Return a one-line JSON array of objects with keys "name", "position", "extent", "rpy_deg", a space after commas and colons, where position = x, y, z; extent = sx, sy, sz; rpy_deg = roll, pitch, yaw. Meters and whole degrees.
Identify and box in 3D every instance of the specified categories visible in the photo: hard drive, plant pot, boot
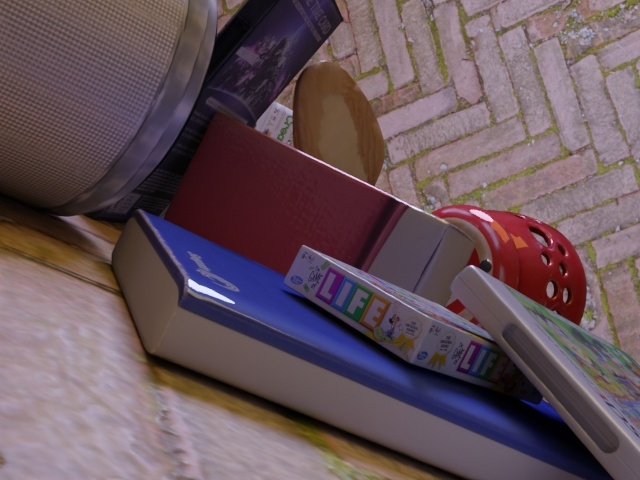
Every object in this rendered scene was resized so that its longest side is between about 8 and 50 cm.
[{"name": "hard drive", "position": [0.037, 0.079, 0.560], "extent": [0.318, 0.040, 0.210], "rpy_deg": [26, 3, -21]}, {"name": "plant pot", "position": [0.191, 0.054, 1.113], "extent": [0.174, 0.191, 0.191], "rpy_deg": [13, 12, -44]}, {"name": "boot", "position": [-0.013, -0.062, 1.051], "extent": [0.211, 0.104, 0.295], "rpy_deg": [22, -45, 56]}]

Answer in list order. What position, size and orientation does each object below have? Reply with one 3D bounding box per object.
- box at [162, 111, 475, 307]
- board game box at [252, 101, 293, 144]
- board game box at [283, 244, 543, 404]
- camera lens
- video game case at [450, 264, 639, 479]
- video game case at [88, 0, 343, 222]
[{"name": "box", "position": [0.000, 0.000, 0.830], "extent": [0.232, 0.127, 0.148], "rpy_deg": [27, 2, 19]}, {"name": "board game box", "position": [-0.141, -0.138, 1.495], "extent": [0.053, 0.193, 0.305], "rpy_deg": [25, 3, -23]}, {"name": "board game box", "position": [0.063, 0.053, 0.561], "extent": [0.103, 0.026, 0.154], "rpy_deg": [29, 3, 41]}, {"name": "camera lens", "position": [-0.221, -0.152, 0.603], "extent": [0.274, 0.219, 0.219], "rpy_deg": [24, 3, -41]}, {"name": "video game case", "position": [0.190, 0.109, 0.548], "extent": [0.212, 0.023, 0.193], "rpy_deg": [28, 18, -42]}, {"name": "video game case", "position": [-0.087, -0.124, 0.839], "extent": [0.026, 0.274, 0.196], "rpy_deg": [41, 4, 7]}]
